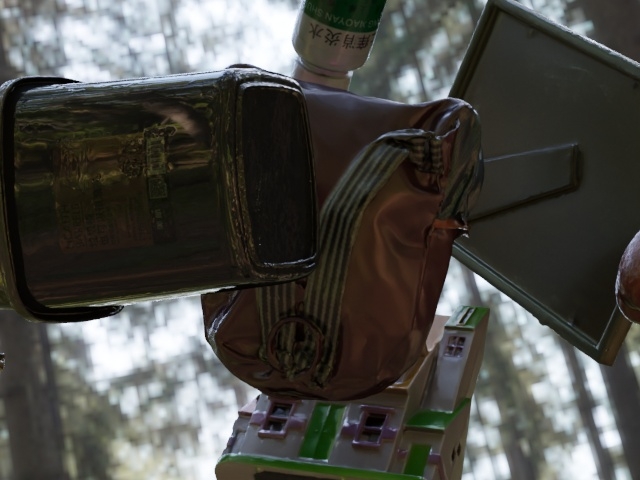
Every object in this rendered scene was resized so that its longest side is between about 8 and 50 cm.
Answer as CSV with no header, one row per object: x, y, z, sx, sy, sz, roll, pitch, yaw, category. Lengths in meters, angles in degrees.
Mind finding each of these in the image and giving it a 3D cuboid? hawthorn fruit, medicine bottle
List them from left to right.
0.028,-0.274,1.920,0.095,0.095,0.260,0,-56,-27,medicine bottle
0.245,0.018,1.173,0.081,0.093,0.081,20,-24,9,hawthorn fruit

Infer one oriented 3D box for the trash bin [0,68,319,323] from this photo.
-0.157,-0.040,1.432,0.290,0.209,0.182,-5,-3,28,trash bin

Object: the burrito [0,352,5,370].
-0.506,0.156,2.324,0.186,0.045,0.041,12,-56,25,burrito

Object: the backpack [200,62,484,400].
0.000,0.000,1.689,0.283,0.317,0.197,10,-9,10,backpack

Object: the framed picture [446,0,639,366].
0.275,-0.087,2.088,0.028,0.446,0.326,13,-73,-36,framed picture

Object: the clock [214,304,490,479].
0.046,0.165,1.860,0.235,0.309,0.166,4,-43,18,clock
